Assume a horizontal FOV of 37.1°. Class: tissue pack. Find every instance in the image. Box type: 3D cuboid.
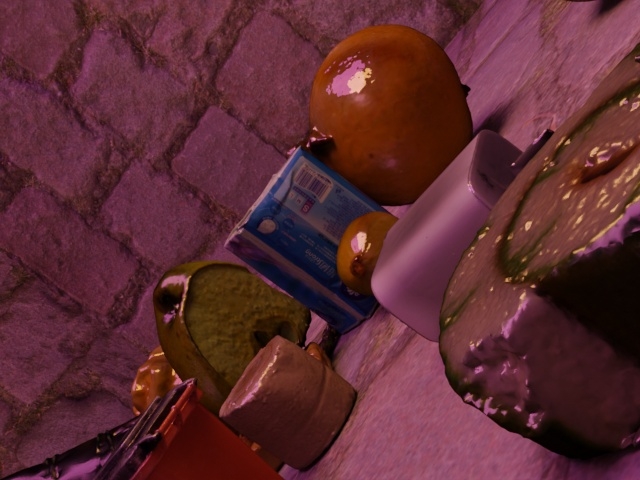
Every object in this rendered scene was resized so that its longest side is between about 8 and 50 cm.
[{"bbox_3d":[0.000,0.000,1.651,0.198,0.263,0.146,-57,8,-30],"label":"tissue pack"}]

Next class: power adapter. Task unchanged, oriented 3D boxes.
[{"bbox_3d":[0.188,-0.025,1.111,0.255,0.124,0.187,-48,10,32],"label":"power adapter"}]

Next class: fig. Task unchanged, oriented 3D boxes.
[{"bbox_3d":[0.090,0.024,1.513,0.153,0.121,0.135,-132,58,-66],"label":"fig"}]

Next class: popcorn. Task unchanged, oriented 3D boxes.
[{"bbox_3d":[-0.193,0.275,1.777,0.297,0.280,0.316,-4,4,32],"label":"popcorn"}]

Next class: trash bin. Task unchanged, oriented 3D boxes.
[{"bbox_3d":[-0.138,0.303,1.157,0.184,0.239,0.161,-51,4,36],"label":"trash bin"}]

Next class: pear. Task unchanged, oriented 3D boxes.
[{"bbox_3d":[-0.171,0.165,1.542,0.164,0.255,0.238,-44,16,46],"label":"pear"}]

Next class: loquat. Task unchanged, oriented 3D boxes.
[{"bbox_3d":[0.106,-0.209,1.720,0.360,0.328,0.328,-26,6,-3],"label":"loquat"}]

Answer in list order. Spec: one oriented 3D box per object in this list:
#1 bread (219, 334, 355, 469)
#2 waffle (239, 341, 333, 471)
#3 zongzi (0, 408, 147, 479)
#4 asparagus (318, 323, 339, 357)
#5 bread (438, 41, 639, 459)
[{"bbox_3d":[-0.045,0.224,1.332,0.134,0.141,0.148,-49,8,40],"label":"bread"},{"bbox_3d":[-0.070,0.295,1.503,0.274,0.057,0.168,-53,7,4],"label":"waffle"},{"bbox_3d":[-0.279,0.454,1.451,0.384,0.362,0.319,-26,-11,-5],"label":"zongzi"},{"bbox_3d":[0.015,0.173,1.671,0.165,0.030,0.036,-64,-11,-51],"label":"asparagus"},{"bbox_3d":[0.234,-0.016,0.707,0.382,0.129,0.366,-56,8,-20],"label":"bread"}]
